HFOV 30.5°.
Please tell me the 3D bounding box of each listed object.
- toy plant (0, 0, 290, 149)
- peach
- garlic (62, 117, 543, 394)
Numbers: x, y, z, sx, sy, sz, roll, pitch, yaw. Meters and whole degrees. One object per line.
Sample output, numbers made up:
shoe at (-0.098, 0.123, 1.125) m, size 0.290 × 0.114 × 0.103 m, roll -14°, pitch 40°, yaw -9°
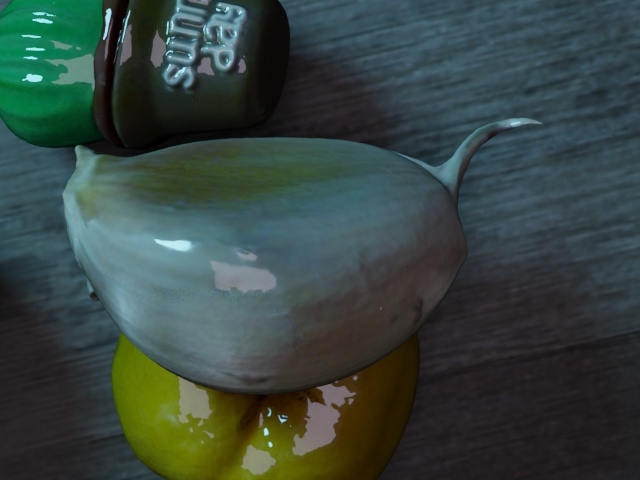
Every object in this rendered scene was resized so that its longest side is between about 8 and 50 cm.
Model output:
toy plant at (-0.120, -0.119, 0.681) m, size 0.200 × 0.105 × 0.143 m, roll 10°, pitch 83°, yaw 13°
peach at (-0.031, 0.072, 0.680) m, size 0.179 × 0.103 × 0.179 m, roll 0°, pitch 89°, yaw -3°
garlic at (0.004, 0.003, 0.607) m, size 0.266 × 0.128 × 0.148 m, roll -3°, pitch 80°, yaw -12°
